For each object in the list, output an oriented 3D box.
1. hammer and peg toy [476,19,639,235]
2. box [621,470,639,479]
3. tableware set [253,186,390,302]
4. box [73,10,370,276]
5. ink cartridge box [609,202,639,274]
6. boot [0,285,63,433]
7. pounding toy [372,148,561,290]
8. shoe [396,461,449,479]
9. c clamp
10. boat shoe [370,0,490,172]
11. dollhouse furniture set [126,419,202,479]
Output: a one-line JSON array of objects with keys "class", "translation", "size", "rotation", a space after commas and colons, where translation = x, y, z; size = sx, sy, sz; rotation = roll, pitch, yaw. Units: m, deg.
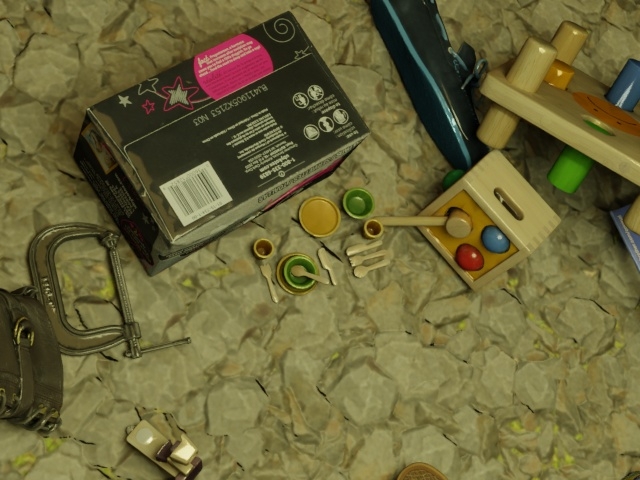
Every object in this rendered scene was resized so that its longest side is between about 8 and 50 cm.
[{"class": "hammer and peg toy", "translation": [0.364, -0.105, 1.175], "size": [0.361, 0.127, 0.266], "rotation": [32, 26, 11]}, {"class": "box", "translation": [0.391, 0.337, 1.165], "size": [0.054, 0.059, 0.169], "rotation": [-32, 85, -23]}, {"class": "tableware set", "translation": [0.000, 0.000, 1.159], "size": [0.154, 0.024, 0.104], "rotation": [-17, 79, -18]}, {"class": "box", "translation": [-0.104, -0.097, 1.098], "size": [0.247, 0.142, 0.163], "rotation": [-31, 86, -23]}, {"class": "ink cartridge box", "translation": [0.503, 0.011, 1.307], "size": [0.311, 0.065, 0.185], "rotation": [-17, 77, -25]}, {"class": "boot", "translation": [-0.290, 0.138, 0.920], "size": [0.091, 0.229, 0.262], "rotation": [-13, 68, 13]}, {"class": "pounding toy", "translation": [0.161, -0.022, 1.178], "size": [0.141, 0.130, 0.100], "rotation": [48, 53, 1]}, {"class": "shoe", "translation": [0.135, 0.335, 1.089], "size": [0.077, 0.058, 0.219], "rotation": [-23, 77, -3]}, {"class": "c clamp", "translation": [-0.223, 0.051, 1.078], "size": [0.137, 0.022, 0.160], "rotation": [-17, 80, -17]}, {"class": "boat shoe", "translation": [0.146, -0.207, 1.233], "size": [0.089, 0.109, 0.258], "rotation": [-22, 83, -12]}, {"class": "dollhouse furniture set", "translation": [-0.181, 0.227, 1.007], "size": [0.081, 0.091, 0.114], "rotation": [36, 68, 12]}]
